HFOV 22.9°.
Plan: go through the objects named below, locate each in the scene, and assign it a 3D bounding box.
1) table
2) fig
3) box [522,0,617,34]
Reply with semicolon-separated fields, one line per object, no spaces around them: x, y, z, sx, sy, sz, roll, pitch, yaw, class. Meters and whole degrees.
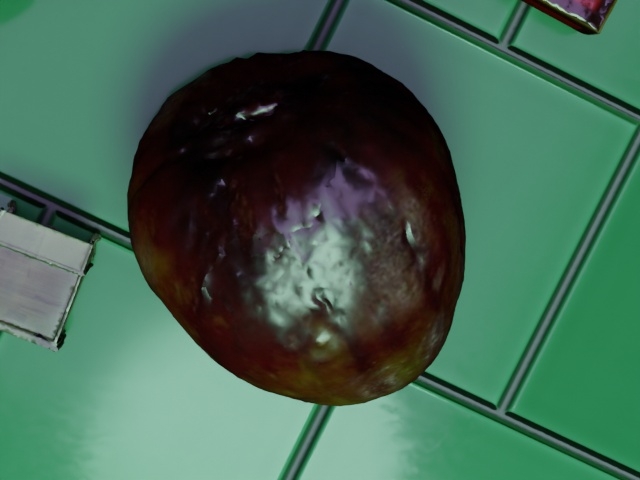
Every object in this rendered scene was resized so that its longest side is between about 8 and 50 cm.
-0.209;0.024;1.142;0.079;0.062;0.083;21;96;-6;table
-0.005;-0.006;1.084;0.224;0.224;0.263;-33;96;1;fig
0.186;-0.287;1.127;0.153;0.074;0.240;28;94;-3;box
